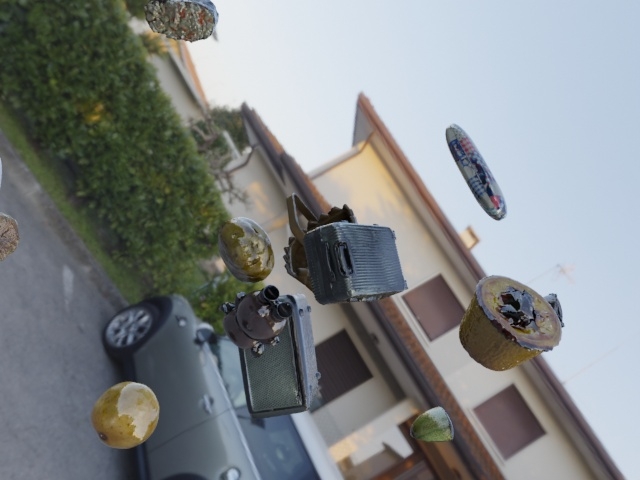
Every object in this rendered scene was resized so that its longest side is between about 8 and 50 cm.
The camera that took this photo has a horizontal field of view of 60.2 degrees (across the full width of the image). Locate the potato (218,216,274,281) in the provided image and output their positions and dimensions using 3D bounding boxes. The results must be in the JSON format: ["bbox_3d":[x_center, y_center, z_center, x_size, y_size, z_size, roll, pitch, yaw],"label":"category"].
[{"bbox_3d":[-0.243,0.044,1.809,0.369,0.196,0.176,112,-9,-71],"label":"potato"}]

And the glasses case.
[{"bbox_3d":[0.441,-0.199,1.576,0.125,0.076,0.327,36,29,-56],"label":"glasses case"}]

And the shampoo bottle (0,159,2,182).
[{"bbox_3d":[-0.765,-0.101,1.023,0.266,0.273,0.273,20,27,-49],"label":"shampoo bottle"}]

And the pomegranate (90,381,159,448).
[{"bbox_3d":[-0.551,0.491,1.577,0.196,0.196,0.196,58,-10,16],"label":"pomegranate"}]

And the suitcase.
[{"bbox_3d":[0.096,0.061,1.420,0.312,0.128,0.202,2,72,-53],"label":"suitcase"}]

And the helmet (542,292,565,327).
[{"bbox_3d":[0.623,0.197,1.513,0.123,0.070,0.098,-2,78,-66],"label":"helmet"}]

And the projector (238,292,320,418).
[{"bbox_3d":[-0.144,0.406,2.025,0.395,0.242,0.405,54,27,-84],"label":"projector"}]

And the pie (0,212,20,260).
[{"bbox_3d":[-1.196,-0.015,2.029,0.046,0.195,0.195,13,-38,32],"label":"pie"}]

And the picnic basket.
[{"bbox_3d":[0.000,0.000,1.891,0.321,0.291,0.254,48,18,-29],"label":"picnic basket"}]

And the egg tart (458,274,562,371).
[{"bbox_3d":[0.424,0.194,1.257,0.215,0.215,0.171,55,-41,32],"label":"egg tart"}]

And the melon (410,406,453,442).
[{"bbox_3d":[0.344,0.579,1.745,0.160,0.128,0.079,-179,-102,-80],"label":"melon"}]

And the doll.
[{"bbox_3d":[-0.176,0.210,1.481,0.182,0.117,0.257,54,-40,7],"label":"doll"}]

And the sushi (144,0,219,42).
[{"bbox_3d":[-0.297,-0.482,1.190,0.078,0.150,0.090,-86,-175,-52],"label":"sushi"}]
